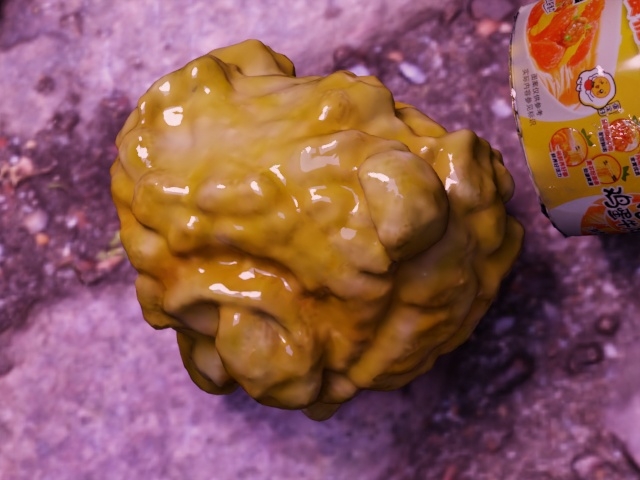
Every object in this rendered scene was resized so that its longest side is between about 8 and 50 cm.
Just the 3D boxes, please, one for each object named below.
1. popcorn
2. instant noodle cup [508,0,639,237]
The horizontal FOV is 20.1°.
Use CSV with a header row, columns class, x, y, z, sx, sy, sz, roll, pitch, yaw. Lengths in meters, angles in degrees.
class,x,y,z,sx,sy,sz,roll,pitch,yaw
popcorn,0.000,0.000,1.183,0.250,0.242,0.235,9,63,30
instant noodle cup,0.218,-0.092,1.170,0.153,0.205,0.205,-10,74,25
